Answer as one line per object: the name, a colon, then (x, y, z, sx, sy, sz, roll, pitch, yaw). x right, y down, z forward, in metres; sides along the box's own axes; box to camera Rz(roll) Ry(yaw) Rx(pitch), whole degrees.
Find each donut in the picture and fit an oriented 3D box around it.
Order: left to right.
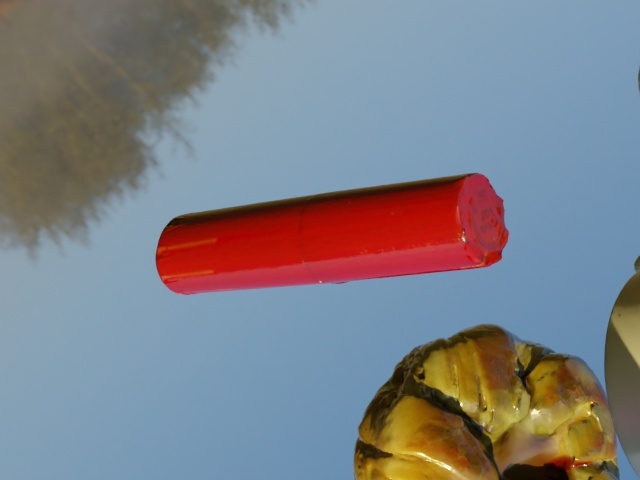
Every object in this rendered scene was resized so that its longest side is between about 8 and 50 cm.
donut: (0.204, 0.275, 1.682, 0.170, 0.360, 0.360, -32, -160, 54)

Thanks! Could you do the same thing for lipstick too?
lipstick: (0.000, -0.001, 1.083, 0.280, 0.073, 0.073, -6, -142, 36)

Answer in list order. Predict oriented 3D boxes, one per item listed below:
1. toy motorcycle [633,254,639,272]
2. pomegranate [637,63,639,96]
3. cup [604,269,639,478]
toy motorcycle: (0.434, 0.038, 1.672, 0.151, 0.228, 0.074, -13, -179, 29)
pomegranate: (0.393, -0.151, 1.335, 0.207, 0.207, 0.207, -40, -162, 15)
cup: (0.467, 0.115, 1.342, 0.372, 0.253, 0.253, -16, -147, 46)
